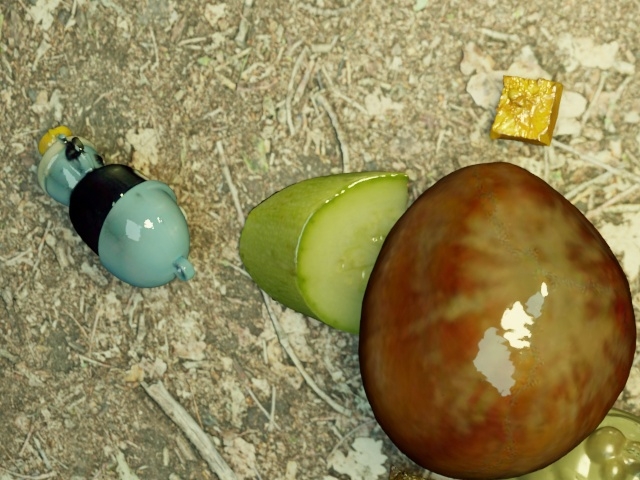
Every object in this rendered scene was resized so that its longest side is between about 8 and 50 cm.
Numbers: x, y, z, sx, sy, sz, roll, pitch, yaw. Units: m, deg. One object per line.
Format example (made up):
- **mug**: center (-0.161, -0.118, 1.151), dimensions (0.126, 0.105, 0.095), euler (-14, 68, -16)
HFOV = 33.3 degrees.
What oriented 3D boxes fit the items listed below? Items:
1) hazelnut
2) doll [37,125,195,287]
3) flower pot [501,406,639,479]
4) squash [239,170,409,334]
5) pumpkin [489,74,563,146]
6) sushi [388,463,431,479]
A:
- **hazelnut**: center (0.201, 0.095, 1.226), dimensions (0.365, 0.366, 0.366), euler (7, 107, 24)
- **doll**: center (-0.290, -0.044, 1.544), dimensions (0.314, 0.141, 0.177), euler (42, 150, 22)
- **flower pot**: center (0.322, 0.371, 1.300), dimensions (0.307, 0.244, 0.308), euler (7, 108, 23)
- **squash**: center (0.000, 0.000, 1.483), dimensions (0.204, 0.155, 0.237), euler (2, 107, -13)
- **pumpkin**: center (0.251, -0.156, 1.297), dimensions (0.074, 0.054, 0.083), euler (13, 88, 19)
- **sushi**: center (0.140, 0.357, 1.494), dimensions (0.118, 0.061, 0.060), euler (34, 109, -8)
